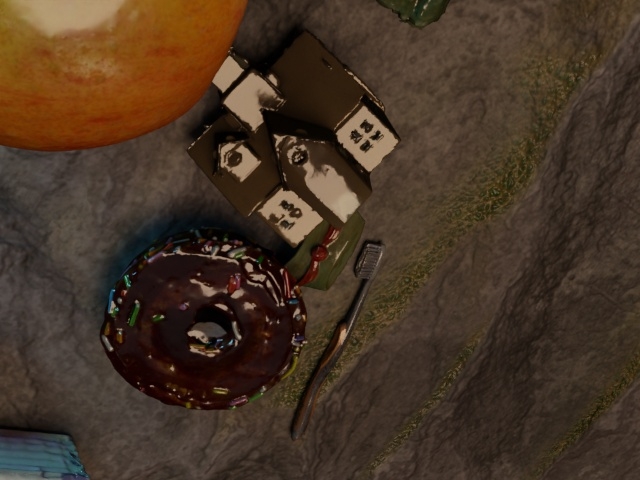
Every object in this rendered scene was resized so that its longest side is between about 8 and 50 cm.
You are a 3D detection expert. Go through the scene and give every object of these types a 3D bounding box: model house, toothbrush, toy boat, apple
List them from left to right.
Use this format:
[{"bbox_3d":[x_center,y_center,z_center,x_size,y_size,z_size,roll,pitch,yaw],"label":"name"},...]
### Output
[{"bbox_3d":[-0.182,-0.216,0.736,0.275,0.299,0.299,7,119,-17],"label":"apple"},{"bbox_3d":[-0.060,-0.132,0.953,0.248,0.176,0.181,40,101,-21],"label":"model house"},{"bbox_3d":[0.001,0.001,1.108,0.185,0.071,0.089,-61,166,21],"label":"toy boat"},{"bbox_3d":[0.019,0.140,1.239,0.031,0.023,0.321,10,116,-21],"label":"toothbrush"}]

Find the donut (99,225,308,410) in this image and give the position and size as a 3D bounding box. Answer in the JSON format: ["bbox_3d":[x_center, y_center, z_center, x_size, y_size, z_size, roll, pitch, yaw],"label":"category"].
[{"bbox_3d":[-0.129,0.084,1.078,0.235,0.089,0.235,-4,120,-7],"label":"donut"}]

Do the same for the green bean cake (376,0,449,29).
[{"bbox_3d":[0.065,-0.347,0.870,0.255,0.132,0.241,20,108,-33],"label":"green bean cake"}]

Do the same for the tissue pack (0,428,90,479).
[{"bbox_3d":[-0.458,0.329,1.074,0.344,0.125,0.242,16,103,-32],"label":"tissue pack"}]
